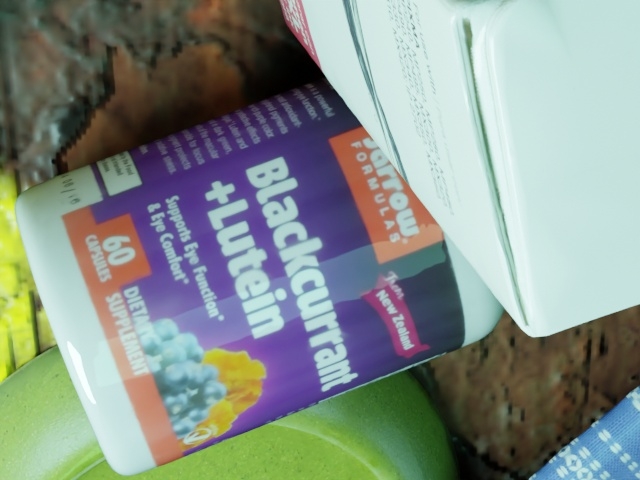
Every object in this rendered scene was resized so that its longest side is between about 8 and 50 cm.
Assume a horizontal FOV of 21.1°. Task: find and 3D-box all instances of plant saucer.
[{"bbox_3d":[-0.050,0.139,0.706,0.241,0.037,0.241,-7,118,-13],"label":"plant saucer"}]

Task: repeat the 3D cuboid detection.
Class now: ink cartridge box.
[{"bbox_3d":[0.088,-0.090,0.512,0.172,0.237,0.100,-19,121,-7],"label":"ink cartridge box"}]

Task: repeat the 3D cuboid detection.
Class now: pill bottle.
[{"bbox_3d":[0.000,0.000,0.607,0.193,0.108,0.108,-21,121,-6],"label":"pill bottle"}]

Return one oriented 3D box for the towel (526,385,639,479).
[{"bbox_3d":[0.224,0.096,0.760,0.336,0.040,0.243,-41,127,4],"label":"towel"}]
